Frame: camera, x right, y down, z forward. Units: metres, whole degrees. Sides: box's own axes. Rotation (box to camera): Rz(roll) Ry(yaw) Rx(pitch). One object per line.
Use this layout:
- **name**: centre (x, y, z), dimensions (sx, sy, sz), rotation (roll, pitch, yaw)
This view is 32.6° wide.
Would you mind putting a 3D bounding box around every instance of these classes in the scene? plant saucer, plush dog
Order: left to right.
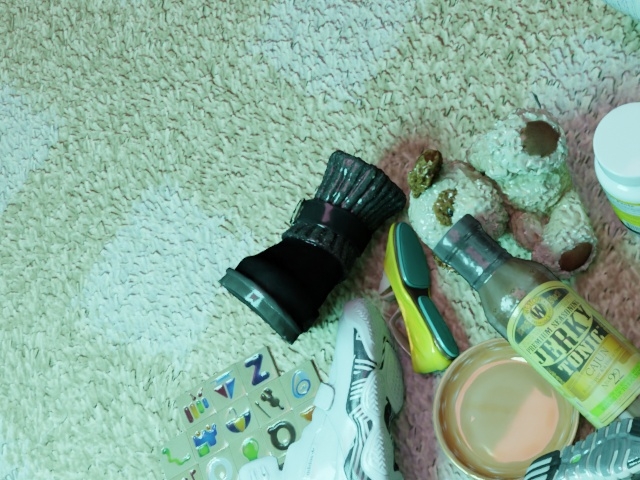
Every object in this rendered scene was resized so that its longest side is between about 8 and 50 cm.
- **plush dog**: centre (0.229, -0.065, 1.502), dimensions (0.225, 0.262, 0.211), rotation (-21, 29, 7)
- **plant saucer**: centre (0.250, 0.229, 1.462), dimensions (0.200, 0.037, 0.200), rotation (-9, 68, 23)

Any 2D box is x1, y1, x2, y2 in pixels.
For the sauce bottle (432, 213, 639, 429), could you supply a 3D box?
- **sauce bottle**: centre (0.287, 0.107, 1.389), dimensions (0.344, 0.111, 0.111), rotation (42, 92, 11)

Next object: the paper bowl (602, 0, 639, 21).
- **paper bowl**: centre (0.501, -0.414, 1.442), dimensions (0.148, 0.284, 0.284), rotation (38, 90, 30)

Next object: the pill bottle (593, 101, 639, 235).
- **pill bottle**: centre (0.419, -0.089, 1.401), dimensions (0.119, 0.208, 0.119), rotation (-9, 67, 22)

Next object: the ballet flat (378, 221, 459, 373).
- **ballet flat**: centre (0.124, 0.085, 1.561), dimensions (0.077, 0.077, 0.231), rotation (-34, 61, 29)

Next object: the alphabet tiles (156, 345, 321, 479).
- **alphabet tiles**: centre (-0.090, 0.339, 1.599), dimensions (0.285, 0.011, 0.343), rotation (-31, 61, 11)

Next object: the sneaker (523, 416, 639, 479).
- **sneaker**: centre (0.365, 0.296, 1.321), dimensions (0.228, 0.132, 0.086), rotation (-33, 19, 48)

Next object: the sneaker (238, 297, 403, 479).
- **sneaker**: centre (0.001, 0.264, 1.496), dimensions (0.210, 0.137, 0.366), rotation (-10, 70, 19)

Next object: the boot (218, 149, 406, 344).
- **boot**: centre (-0.003, -0.003, 1.507), dimensions (0.131, 0.348, 0.260), rotation (38, 93, 4)
